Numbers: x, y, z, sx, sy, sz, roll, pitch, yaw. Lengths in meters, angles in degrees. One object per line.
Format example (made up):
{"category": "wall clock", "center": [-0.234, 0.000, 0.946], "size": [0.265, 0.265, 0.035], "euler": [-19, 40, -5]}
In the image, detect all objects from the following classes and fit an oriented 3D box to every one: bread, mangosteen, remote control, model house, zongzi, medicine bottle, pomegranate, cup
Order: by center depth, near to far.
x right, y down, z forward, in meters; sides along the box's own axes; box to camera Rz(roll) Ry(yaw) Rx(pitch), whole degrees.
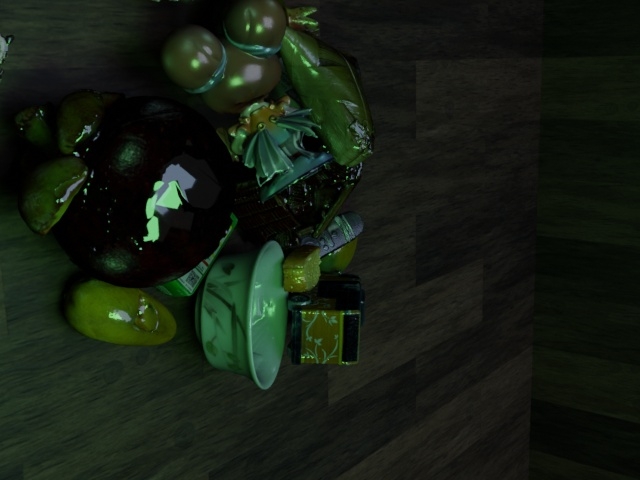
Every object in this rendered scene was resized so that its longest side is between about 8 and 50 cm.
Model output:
{"category": "mangosteen", "center": [-0.353, -0.105, 1.543], "size": [0.421, 0.381, 0.381], "euler": [37, 67, -50]}
{"category": "zongzi", "center": [-0.004, -0.323, 1.818], "size": [0.300, 0.145, 0.274], "euler": [23, 46, -53]}
{"category": "pomegranate", "center": [-0.130, -0.483, 1.888], "size": [0.246, 0.198, 0.198], "euler": [14, 84, -20]}
{"category": "cup", "center": [-0.191, 0.170, 1.929], "size": [0.347, 0.163, 0.347], "euler": [2, 90, -80]}
{"category": "model house", "center": [-0.069, -0.128, 1.990], "size": [0.282, 0.317, 0.297], "euler": [-5, 86, -59]}
{"category": "medicine bottle", "center": [-0.087, -0.400, 2.018], "size": [0.201, 0.052, 0.171], "euler": [43, 56, -3]}
{"category": "bread", "center": [-0.043, 0.069, 2.071], "size": [0.187, 0.065, 0.103], "euler": [-33, 123, -74]}
{"category": "remote control", "center": [0.000, 0.000, 2.224], "size": [0.266, 0.066, 0.090], "euler": [-28, 98, -27]}

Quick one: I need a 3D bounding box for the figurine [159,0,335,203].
{"category": "figurine", "center": [-0.146, -0.288, 1.728], "size": [0.277, 0.248, 0.388], "euler": [-31, 93, -15]}

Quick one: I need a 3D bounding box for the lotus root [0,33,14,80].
{"category": "lotus root", "center": [-0.628, -0.260, 1.397], "size": [0.170, 0.074, 0.260], "euler": [29, 74, -50]}

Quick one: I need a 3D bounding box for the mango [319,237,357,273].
{"category": "mango", "center": [0.042, 0.026, 2.325], "size": [0.130, 0.092, 0.194], "euler": [10, 97, -54]}

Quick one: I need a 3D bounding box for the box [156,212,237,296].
{"category": "box", "center": [-0.310, -0.014, 1.839], "size": [0.250, 0.103, 0.180], "euler": [-60, 138, -25]}

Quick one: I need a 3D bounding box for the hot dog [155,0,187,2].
{"category": "hot dog", "center": [-0.212, -0.677, 1.642], "size": [0.196, 0.367, 0.365], "euler": [-49, 134, -67]}

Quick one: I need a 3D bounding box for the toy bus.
{"category": "toy bus", "center": [0.017, 0.195, 2.131], "size": [0.323, 0.194, 0.162], "euler": [-76, 167, -75]}

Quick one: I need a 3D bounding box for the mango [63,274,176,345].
{"category": "mango", "center": [-0.407, 0.152, 1.702], "size": [0.262, 0.167, 0.130], "euler": [26, 89, -55]}
